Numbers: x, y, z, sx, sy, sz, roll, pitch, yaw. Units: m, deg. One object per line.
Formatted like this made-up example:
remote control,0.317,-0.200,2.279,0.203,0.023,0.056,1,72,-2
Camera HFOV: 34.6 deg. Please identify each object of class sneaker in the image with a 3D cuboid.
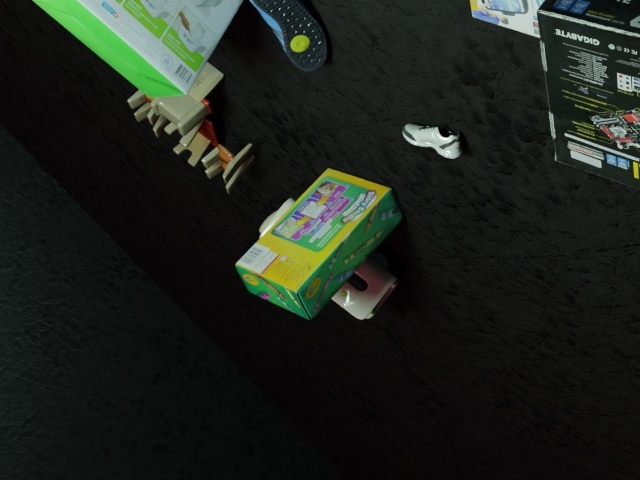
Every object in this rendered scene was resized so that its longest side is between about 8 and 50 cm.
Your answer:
sneaker,0.176,-0.167,1.607,0.109,0.040,0.044,24,135,30
sneaker,-0.055,-0.358,1.614,0.209,0.069,0.082,50,-169,-41

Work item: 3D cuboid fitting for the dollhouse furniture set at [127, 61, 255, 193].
dollhouse furniture set,-0.249,-0.252,2.075,0.262,0.135,0.259,38,169,9

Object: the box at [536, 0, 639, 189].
box,0.414,-0.153,1.176,0.322,0.079,0.257,24,154,35

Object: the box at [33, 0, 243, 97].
box,-0.272,-0.392,1.595,0.127,0.231,0.262,6,154,50

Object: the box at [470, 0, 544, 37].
box,0.244,-0.296,1.263,0.136,0.028,0.081,28,154,34

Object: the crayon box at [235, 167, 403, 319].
crayon box,0.000,0.000,1.871,0.165,0.278,0.081,22,149,41

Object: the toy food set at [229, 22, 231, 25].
toy food set,-0.210,-0.392,1.846,0.078,0.019,0.122,46,157,-10

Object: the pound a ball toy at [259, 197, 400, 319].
pound a ball toy,0.013,0.019,2.126,0.319,0.136,0.208,38,-177,9
